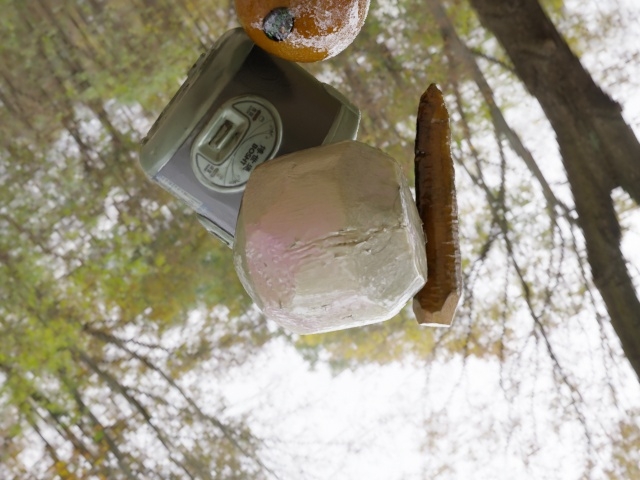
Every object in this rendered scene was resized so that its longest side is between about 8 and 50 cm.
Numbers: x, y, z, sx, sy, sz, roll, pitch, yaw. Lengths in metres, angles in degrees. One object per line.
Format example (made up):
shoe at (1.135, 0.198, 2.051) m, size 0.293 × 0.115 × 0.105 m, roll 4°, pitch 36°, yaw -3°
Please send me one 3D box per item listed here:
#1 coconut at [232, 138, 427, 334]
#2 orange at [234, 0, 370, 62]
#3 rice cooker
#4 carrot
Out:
coconut at (0.000, -0.002, 1.136) m, size 0.230 × 0.227 × 0.227 m, roll -12°, pitch -155°, yaw 13°
orange at (-0.025, -0.339, 1.289) m, size 0.206 × 0.206 × 0.206 m, roll -30°, pitch -160°, yaw 12°
rice cooker at (-0.102, -0.142, 1.446) m, size 0.288 × 0.277 × 0.288 m, roll -48°, pitch -165°, yaw 17°
carrot at (0.150, -0.047, 1.244) m, size 0.066 × 0.314 × 0.066 m, roll 1°, pitch 173°, yaw 0°
